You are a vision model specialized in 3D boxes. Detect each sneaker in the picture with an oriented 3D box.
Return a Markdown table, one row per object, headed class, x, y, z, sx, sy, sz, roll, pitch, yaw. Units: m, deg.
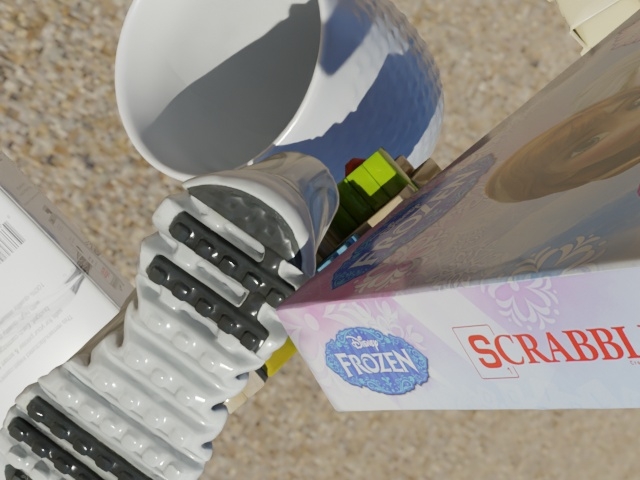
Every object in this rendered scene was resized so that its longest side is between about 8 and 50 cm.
| class | x | y | z | sx | sy | sz | roll | pitch | yaw |
| --- | --- | --- | --- | --- | --- | --- | --- | --- | --- |
| sneaker | -0.082 | 0.065 | 0.803 | 0.292 | 0.110 | 0.118 | -49 | -178 | 29 |

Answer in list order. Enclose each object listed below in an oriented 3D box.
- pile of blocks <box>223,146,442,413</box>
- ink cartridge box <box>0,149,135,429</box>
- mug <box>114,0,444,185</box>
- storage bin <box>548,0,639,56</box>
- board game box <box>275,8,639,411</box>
| class | x | y | z | sx | sy | sz | roll | pitch | yaw |
| --- | --- | --- | --- | --- | --- | --- | --- | --- | --- |
| pile of blocks | 0.000 | 0.000 | 1.275 | 0.362 | 0.112 | 0.149 | -44 | -177 | -41 |
| ink cartridge box | -0.336 | 0.070 | 1.528 | 0.207 | 0.283 | 0.117 | -41 | -171 | 9 |
| mug | -0.048 | -0.190 | 1.595 | 0.328 | 0.374 | 0.276 | 15 | 107 | -54 |
| storage bin | 0.359 | -0.263 | 1.321 | 0.262 | 0.123 | 0.260 | -30 | 158 | 22 |
| board game box | 0.181 | -0.044 | 0.619 | 0.319 | 0.318 | 0.066 | -39 | 105 | -30 |
